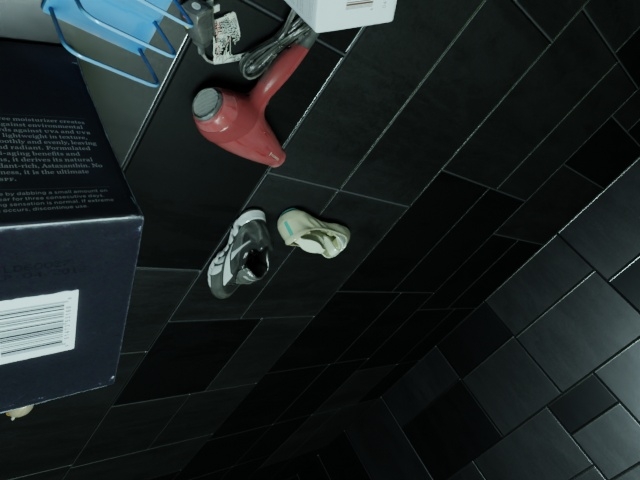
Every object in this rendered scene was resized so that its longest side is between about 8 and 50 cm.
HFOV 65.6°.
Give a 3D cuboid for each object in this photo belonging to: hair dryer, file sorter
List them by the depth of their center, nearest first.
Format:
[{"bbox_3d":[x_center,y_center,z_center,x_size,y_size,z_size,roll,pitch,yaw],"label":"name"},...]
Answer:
[{"bbox_3d":[-0.191,-0.270,0.524,0.118,0.104,0.170,11,127,-50],"label":"file sorter"},{"bbox_3d":[-0.078,-0.215,0.723,0.223,0.080,0.293,-20,146,-23],"label":"hair dryer"}]

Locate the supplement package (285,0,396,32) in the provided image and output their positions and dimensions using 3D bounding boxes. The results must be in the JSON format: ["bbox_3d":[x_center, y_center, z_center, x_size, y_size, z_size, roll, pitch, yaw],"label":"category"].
[{"bbox_3d":[0.003,-0.327,0.551,0.105,0.179,0.105,-19,145,-22],"label":"supplement package"}]

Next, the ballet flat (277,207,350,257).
[{"bbox_3d":[0.000,0.000,1.083,0.086,0.086,0.248,-47,146,20],"label":"ballet flat"}]

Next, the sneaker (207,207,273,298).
[{"bbox_3d":[-0.158,0.054,0.987,0.078,0.106,0.234,-1,135,-41],"label":"sneaker"}]

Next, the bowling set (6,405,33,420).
[{"bbox_3d":[-0.504,0.226,0.858,0.287,0.154,0.200,-45,147,18],"label":"bowling set"}]

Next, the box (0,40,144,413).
[{"bbox_3d":[-0.341,-0.014,0.549,0.182,0.294,0.296,-7,139,-35],"label":"box"}]
